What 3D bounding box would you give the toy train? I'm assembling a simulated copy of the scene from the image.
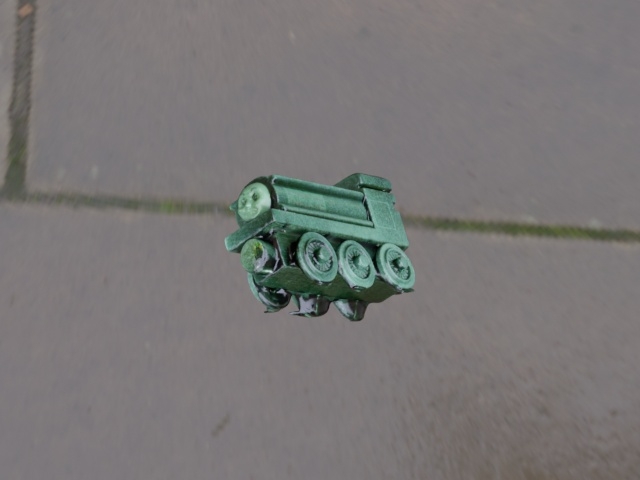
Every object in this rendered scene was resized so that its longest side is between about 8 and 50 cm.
[{"bbox_3d":[0.000,0.000,1.412,0.071,0.170,0.111,-33,63,33],"label":"toy train"}]
